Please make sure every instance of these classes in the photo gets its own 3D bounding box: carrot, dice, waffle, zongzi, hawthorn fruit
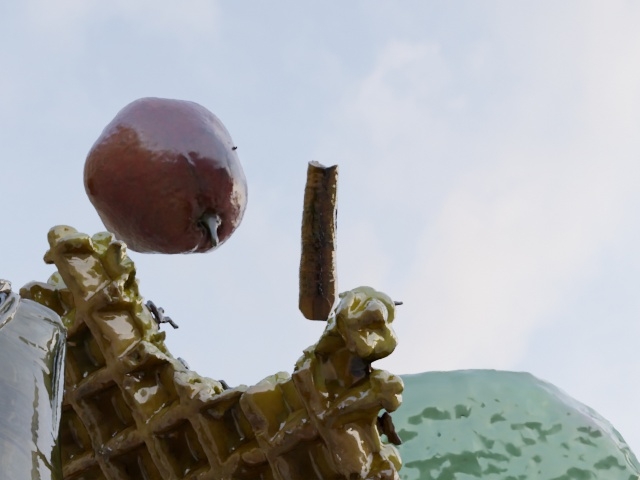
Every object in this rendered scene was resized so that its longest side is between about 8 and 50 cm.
[{"bbox_3d":[0.000,0.000,1.735,0.070,0.260,0.070,3,3,0],"label":"carrot"},{"bbox_3d":[0.094,0.315,0.898,0.318,0.322,0.330,-2,-36,-15],"label":"dice"},{"bbox_3d":[-0.076,0.130,0.684,0.292,0.069,0.260,15,-75,28],"label":"waffle"},{"bbox_3d":[-0.146,0.119,0.516,0.197,0.194,0.099,19,-45,7],"label":"zongzi"},{"bbox_3d":[-0.196,-0.071,1.458,0.224,0.261,0.224,-28,-43,-30],"label":"hawthorn fruit"}]

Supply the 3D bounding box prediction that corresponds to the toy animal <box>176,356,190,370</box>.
[{"bbox_3d":[-0.225,0.129,0.874,0.176,0.073,0.217,-46,-28,8],"label":"toy animal"}]
